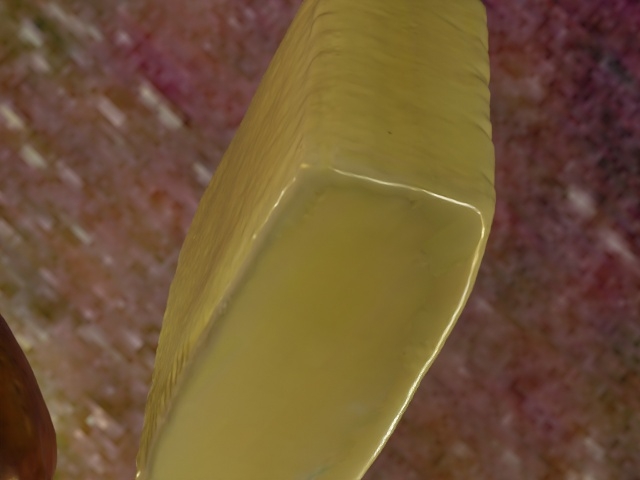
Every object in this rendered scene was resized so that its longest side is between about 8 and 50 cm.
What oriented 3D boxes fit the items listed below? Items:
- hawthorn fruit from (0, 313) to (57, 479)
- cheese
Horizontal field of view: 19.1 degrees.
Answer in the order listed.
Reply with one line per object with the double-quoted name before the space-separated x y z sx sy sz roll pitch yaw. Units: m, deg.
"hawthorn fruit" -0.346 0.146 1.407 0.325 0.308 0.308 9 143 36
"cheese" 0.000 0.000 1.046 0.124 0.265 0.242 19 120 -9
